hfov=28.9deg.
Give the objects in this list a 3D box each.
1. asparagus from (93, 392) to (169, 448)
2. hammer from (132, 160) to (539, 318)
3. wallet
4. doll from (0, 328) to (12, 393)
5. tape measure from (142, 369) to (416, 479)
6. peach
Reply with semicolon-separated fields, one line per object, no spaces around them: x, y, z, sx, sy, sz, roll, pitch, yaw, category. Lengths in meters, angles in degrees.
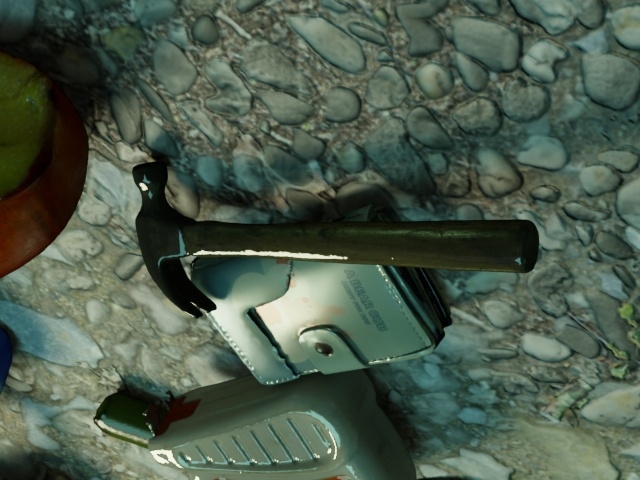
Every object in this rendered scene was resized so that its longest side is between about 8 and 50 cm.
-0.158;0.265;1.616;0.278;0.060;0.067;21;135;3;asparagus
0.000;0.000;1.216;0.440;0.044;0.168;0;107;32;hammer
0.000;0.062;1.330;0.251;0.075;0.176;-16;117;36;wallet
-0.539;0.213;1.649;0.376;0.187;0.365;28;137;-2;doll
-0.036;0.256;1.476;0.258;0.130;0.265;-20;114;26;tape measure
-0.379;-0.071;1.227;0.338;0.281;0.281;-18;123;47;peach
